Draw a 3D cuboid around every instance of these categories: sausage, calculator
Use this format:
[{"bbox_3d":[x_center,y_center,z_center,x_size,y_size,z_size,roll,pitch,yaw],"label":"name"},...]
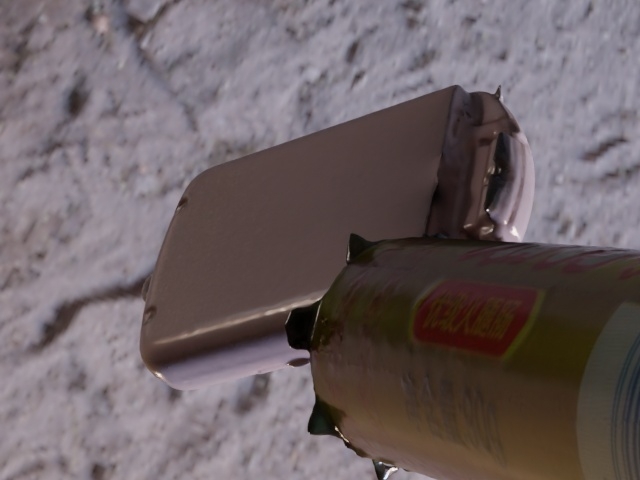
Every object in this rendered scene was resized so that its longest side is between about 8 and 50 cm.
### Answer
[{"bbox_3d":[0.088,0.039,0.406,0.082,0.082,0.371,41,168,-17],"label":"sausage"},{"bbox_3d":[0.000,0.000,0.698,0.175,0.100,0.032,-16,135,35],"label":"calculator"}]
